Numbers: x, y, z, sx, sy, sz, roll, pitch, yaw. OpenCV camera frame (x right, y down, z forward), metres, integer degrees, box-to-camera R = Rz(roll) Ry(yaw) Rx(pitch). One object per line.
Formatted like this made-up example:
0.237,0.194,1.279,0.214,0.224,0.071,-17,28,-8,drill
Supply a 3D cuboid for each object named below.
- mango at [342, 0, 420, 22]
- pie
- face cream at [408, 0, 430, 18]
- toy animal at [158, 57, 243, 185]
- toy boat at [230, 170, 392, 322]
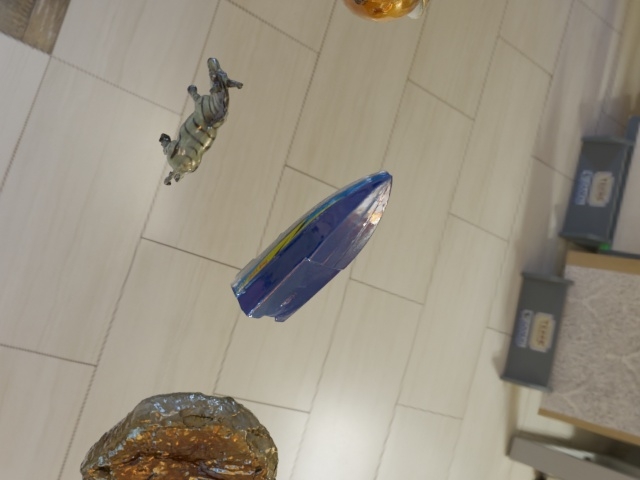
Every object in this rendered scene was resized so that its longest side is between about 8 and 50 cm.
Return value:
0.089,-0.468,1.038,0.187,0.144,0.359,21,48,-19,mango
-0.133,0.226,0.660,0.195,0.046,0.195,-2,127,-2,pie
0.257,-0.677,1.460,0.348,0.081,0.173,-61,146,-18,face cream
-0.193,-0.176,1.037,0.073,0.176,0.217,24,100,-23,toy animal
0.000,0.000,0.985,0.295,0.088,0.129,-44,145,22,toy boat
